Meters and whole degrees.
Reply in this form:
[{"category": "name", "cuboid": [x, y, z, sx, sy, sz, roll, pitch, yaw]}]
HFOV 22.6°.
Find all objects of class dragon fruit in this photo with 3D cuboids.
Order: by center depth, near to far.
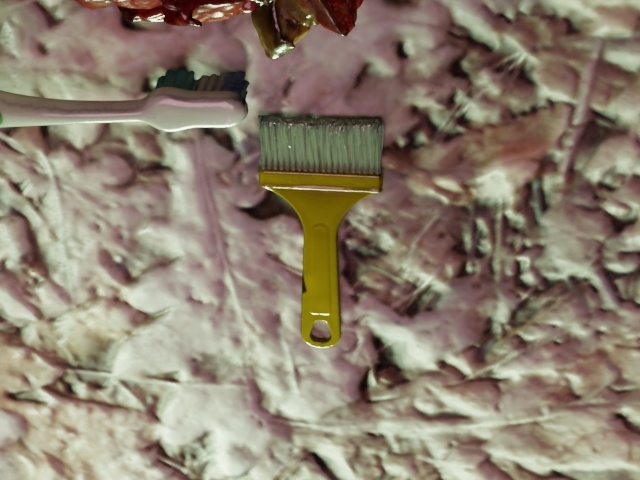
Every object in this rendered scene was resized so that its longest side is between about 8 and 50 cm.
[{"category": "dragon fruit", "cuboid": [-0.062, -0.171, 0.949, 0.192, 0.122, 0.092, 12, 168, -8]}]

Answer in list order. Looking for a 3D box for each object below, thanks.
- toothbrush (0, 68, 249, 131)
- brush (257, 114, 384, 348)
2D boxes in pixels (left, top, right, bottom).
[{"category": "toothbrush", "cuboid": [-0.252, -0.088, 1.035, 0.418, 0.040, 0.042, -1, 131, 6]}, {"category": "brush", "cuboid": [0.000, 0.000, 1.100, 0.083, 0.011, 0.205, 2, 130, 2]}]
